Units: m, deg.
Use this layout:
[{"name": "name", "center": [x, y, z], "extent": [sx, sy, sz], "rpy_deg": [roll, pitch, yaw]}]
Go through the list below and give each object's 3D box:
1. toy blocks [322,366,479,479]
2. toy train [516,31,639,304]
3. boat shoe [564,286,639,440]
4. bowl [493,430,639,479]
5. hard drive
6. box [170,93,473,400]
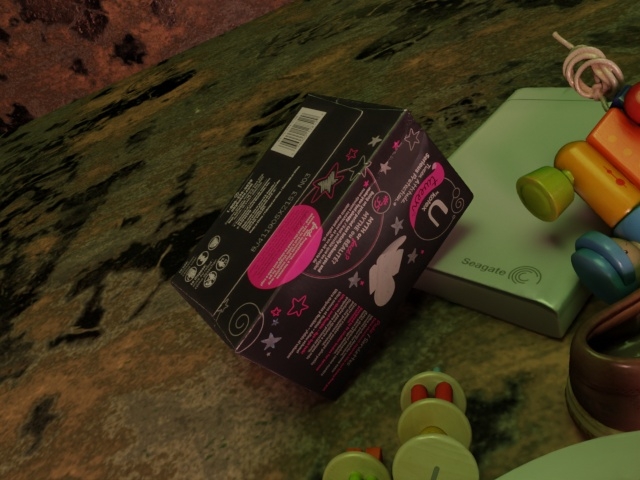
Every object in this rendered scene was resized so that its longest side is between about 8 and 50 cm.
[{"name": "toy blocks", "center": [0.058, 0.155, 0.404], "extent": [0.123, 0.054, 0.148], "rpy_deg": [-40, -1, 14]}, {"name": "toy train", "center": [0.233, -0.072, 0.467], "extent": [0.143, 0.105, 0.248], "rpy_deg": [-31, 64, -5]}, {"name": "boat shoe", "center": [0.324, 0.030, 0.350], "extent": [0.342, 0.123, 0.123], "rpy_deg": [-23, 34, 5]}, {"name": "bowl", "center": [0.091, 0.218, 0.192], "extent": [0.298, 0.134, 0.298], "rpy_deg": [-37, -9, -7]}, {"name": "hard drive", "center": [0.240, -0.065, 0.601], "extent": [0.233, 0.047, 0.353], "rpy_deg": [18, 54, 46]}, {"name": "box", "center": [0.000, 0.000, 0.531], "extent": [0.247, 0.142, 0.163], "rpy_deg": [-54, 39, -6]}]
